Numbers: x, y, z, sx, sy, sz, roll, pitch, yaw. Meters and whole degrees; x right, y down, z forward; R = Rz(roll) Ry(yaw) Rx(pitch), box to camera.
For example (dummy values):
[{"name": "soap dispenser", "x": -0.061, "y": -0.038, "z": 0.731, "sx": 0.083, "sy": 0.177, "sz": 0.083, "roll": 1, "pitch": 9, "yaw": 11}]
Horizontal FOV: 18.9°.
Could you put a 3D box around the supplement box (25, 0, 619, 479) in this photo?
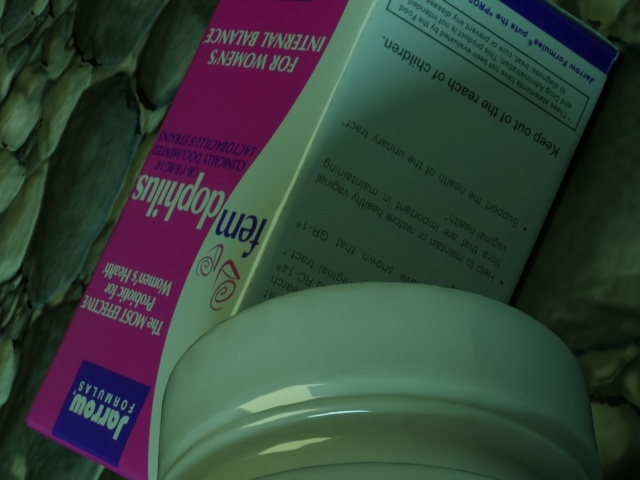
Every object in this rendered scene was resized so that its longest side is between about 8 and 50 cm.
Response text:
[{"name": "supplement box", "x": 0.000, "y": 0.000, "z": 0.720, "sx": 0.111, "sy": 0.114, "sz": 0.220, "roll": 13, "pitch": 78, "yaw": 56}]

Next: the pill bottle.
[{"name": "pill bottle", "x": 0.015, "y": 0.163, "z": 0.524, "sx": 0.161, "sy": 0.161, "sz": 0.283, "roll": -34, "pitch": 41, "yaw": 36}]
